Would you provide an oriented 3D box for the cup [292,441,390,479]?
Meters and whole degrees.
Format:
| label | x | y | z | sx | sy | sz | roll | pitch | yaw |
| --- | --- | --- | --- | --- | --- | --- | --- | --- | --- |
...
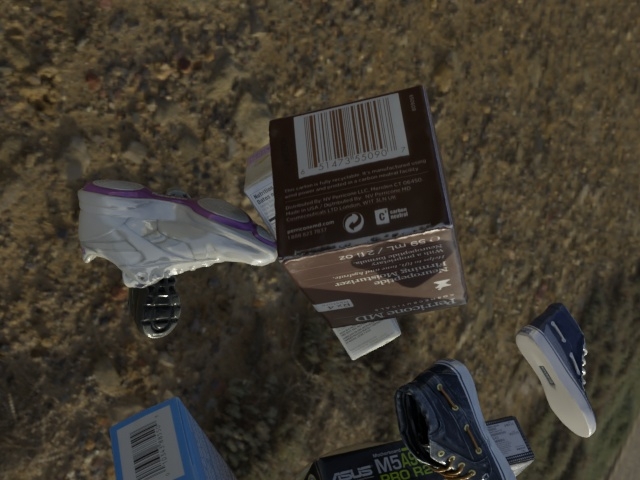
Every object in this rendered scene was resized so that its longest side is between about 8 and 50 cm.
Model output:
| label | x | y | z | sx | sy | sz | roll | pitch | yaw |
| --- | --- | --- | --- | --- | --- | --- | --- | --- | --- |
| cup | 0.064 | 0.578 | 1.522 | 0.237 | 0.331 | 0.331 | 28 | 76 | -38 |

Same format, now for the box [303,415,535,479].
| label | x | y | z | sx | sy | sz | roll | pitch | yaw |
| --- | --- | --- | --- | --- | --- | --- | --- | --- | --- |
| box | 0.101 | 0.314 | 0.886 | 0.270 | 0.060 | 0.216 | -6 | 143 | -21 |

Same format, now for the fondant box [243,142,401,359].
| label | x | y | z | sx | sy | sz | roll | pitch | yaw |
| --- | --- | --- | --- | --- | --- | --- | --- | --- | --- |
| fondant box | 0.000 | 0.000 | 1.178 | 0.330 | 0.096 | 0.238 | 59 | 6 | -18 |

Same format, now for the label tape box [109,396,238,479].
| label | x | y | z | sx | sy | sz | roll | pitch | yaw |
| --- | --- | --- | --- | --- | --- | --- | --- | --- | --- |
| label tape box | -0.152 | 0.419 | 0.978 | 0.115 | 0.249 | 0.347 | -24 | 132 | -5 |

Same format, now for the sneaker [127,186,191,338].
| label | x | y | z | sx | sy | sz | roll | pitch | yaw |
| --- | --- | --- | --- | --- | --- | --- | --- | --- | --- |
| sneaker | -0.288 | 0.032 | 1.230 | 0.101 | 0.106 | 0.267 | 4 | 106 | -40 |

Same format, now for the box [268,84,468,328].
| label | x | y | z | sx | sy | sz | roll | pitch | yaw |
| --- | --- | --- | --- | --- | --- | --- | --- | --- | --- |
| box | 0.056 | -0.026 | 0.761 | 0.203 | 0.168 | 0.167 | 59 | 22 | -60 |

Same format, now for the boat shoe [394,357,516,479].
| label | x | y | z | sx | sy | sz | roll | pitch | yaw |
| --- | --- | --- | --- | --- | --- | --- | --- | --- | --- |
| boat shoe | 0.133 | 0.217 | 0.715 | 0.083 | 0.065 | 0.183 | -19 | 85 | -40 |

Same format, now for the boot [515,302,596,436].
| label | x | y | z | sx | sy | sz | roll | pitch | yaw |
| --- | --- | --- | --- | --- | --- | --- | --- | --- | --- |
| boot | 0.362 | 0.186 | 1.028 | 0.086 | 0.069 | 0.190 | -35 | 102 | -23 |

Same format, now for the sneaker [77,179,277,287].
| label | x | y | z | sx | sy | sz | roll | pitch | yaw |
| --- | --- | --- | --- | --- | --- | --- | --- | --- | --- |
| sneaker | -0.214 | 0.006 | 1.063 | 0.114 | 0.305 | 0.152 | -60 | 163 | -75 |
